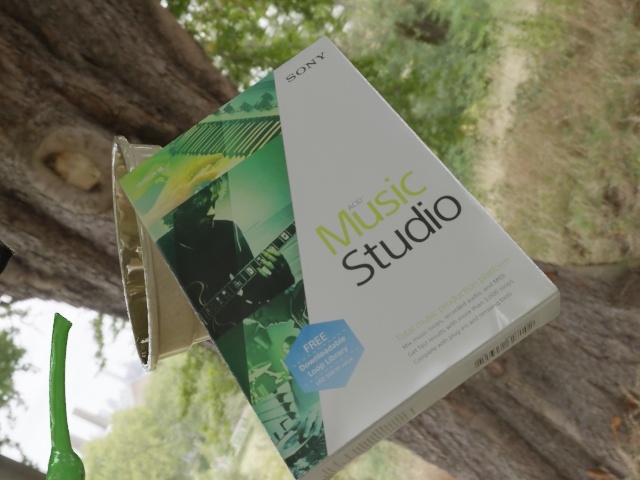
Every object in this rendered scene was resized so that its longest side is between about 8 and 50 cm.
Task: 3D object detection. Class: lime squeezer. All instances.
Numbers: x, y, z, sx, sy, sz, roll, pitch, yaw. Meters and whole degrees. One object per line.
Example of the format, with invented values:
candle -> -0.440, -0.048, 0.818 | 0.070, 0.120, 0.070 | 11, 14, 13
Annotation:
lime squeezer -> -0.273, 0.221, 0.662 | 0.310, 0.110, 0.059 | -54, 27, -7

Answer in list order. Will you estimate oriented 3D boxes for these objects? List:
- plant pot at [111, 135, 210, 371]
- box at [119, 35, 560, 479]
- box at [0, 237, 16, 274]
plant pot -> -0.129, 0.002, 1.148 | 0.334, 0.305, 0.334 | 173, 90, -70
box -> 0.000, 0.000, 0.640 | 0.232, 0.322, 0.058 | -36, -31, -2
box -> -0.382, 0.007, 0.461 | 0.307, 0.242, 0.076 | -26, 30, 25
